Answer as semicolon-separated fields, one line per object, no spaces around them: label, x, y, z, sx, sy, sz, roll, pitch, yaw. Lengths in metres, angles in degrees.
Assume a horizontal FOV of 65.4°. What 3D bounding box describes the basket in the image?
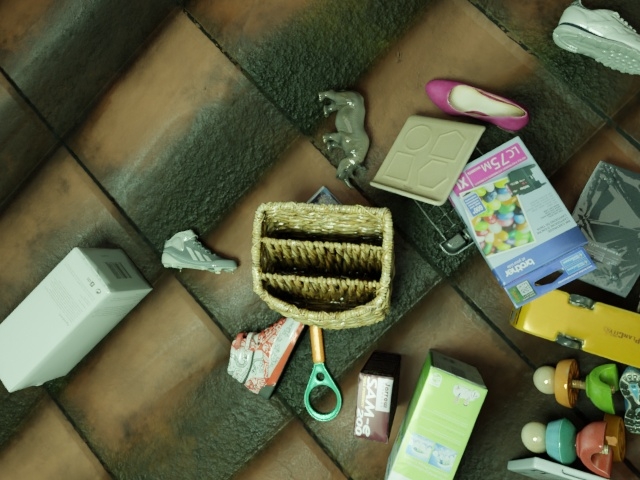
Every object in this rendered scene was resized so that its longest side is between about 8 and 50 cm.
basket;0.004;0.062;1.069;0.298;0.223;0.214;5;64;12

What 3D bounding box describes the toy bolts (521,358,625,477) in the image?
toy bolts;0.517;0.382;1.028;0.158;0.228;0.219;-4;112;39

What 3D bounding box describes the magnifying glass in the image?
magnifying glass;0.000;0.321;1.213;0.092;0.026;0.231;-7;86;12

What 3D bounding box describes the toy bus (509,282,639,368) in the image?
toy bus;0.583;0.184;1.039;0.332;0.130;0.108;17;90;12

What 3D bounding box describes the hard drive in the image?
hard drive;0.624;-0.025;1.077;0.171;0.054;0.255;23;93;12

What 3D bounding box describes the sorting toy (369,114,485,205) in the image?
sorting toy;0.232;-0.178;1.087;0.193;0.038;0.208;24;77;42

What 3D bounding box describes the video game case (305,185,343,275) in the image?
video game case;0.000;0.000;1.227;0.201;0.023;0.183;-45;80;8

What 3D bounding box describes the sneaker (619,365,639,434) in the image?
sneaker;0.672;0.335;1.047;0.063;0.073;0.162;-5;108;35

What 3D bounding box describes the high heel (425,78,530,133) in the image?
high heel;0.347;-0.311;1.115;0.244;0.117;0.082;34;95;11

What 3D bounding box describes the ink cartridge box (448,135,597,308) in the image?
ink cartridge box;0.405;-0.039;1.031;0.185;0.065;0.311;-29;76;10

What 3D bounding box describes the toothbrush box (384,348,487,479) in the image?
toothbrush box;0.240;0.400;1.065;0.122;0.206;0.284;19;93;12

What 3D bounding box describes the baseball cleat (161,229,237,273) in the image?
baseball cleat;-0.307;0.028;1.268;0.205;0.072;0.110;4;82;9

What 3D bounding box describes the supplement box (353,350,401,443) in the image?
supplement box;0.128;0.326;1.075;0.073;0.239;0.131;5;89;12

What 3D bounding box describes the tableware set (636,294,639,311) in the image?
tableware set;0.763;0.122;1.057;0.154;0.024;0.104;14;90;13

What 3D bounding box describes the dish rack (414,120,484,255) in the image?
dish rack;0.302;-0.127;1.144;0.208;0.074;0.272;-37;79;7

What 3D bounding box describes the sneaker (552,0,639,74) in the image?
sneaker;0.634;-0.442;1.080;0.235;0.090;0.095;31;85;10

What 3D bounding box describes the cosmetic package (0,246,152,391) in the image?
cosmetic package;-0.639;0.195;1.270;0.365;0.197;0.155;-42;80;6

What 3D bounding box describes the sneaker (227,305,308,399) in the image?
sneaker;-0.128;0.239;1.204;0.144;0.090;0.270;28;101;10

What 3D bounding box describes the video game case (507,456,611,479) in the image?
video game case;0.502;0.482;1.009;0.193;0.212;0.023;14;66;12

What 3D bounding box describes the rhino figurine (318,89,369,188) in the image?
rhino figurine;0.063;-0.246;1.198;0.106;0.073;0.244;-7;88;15
